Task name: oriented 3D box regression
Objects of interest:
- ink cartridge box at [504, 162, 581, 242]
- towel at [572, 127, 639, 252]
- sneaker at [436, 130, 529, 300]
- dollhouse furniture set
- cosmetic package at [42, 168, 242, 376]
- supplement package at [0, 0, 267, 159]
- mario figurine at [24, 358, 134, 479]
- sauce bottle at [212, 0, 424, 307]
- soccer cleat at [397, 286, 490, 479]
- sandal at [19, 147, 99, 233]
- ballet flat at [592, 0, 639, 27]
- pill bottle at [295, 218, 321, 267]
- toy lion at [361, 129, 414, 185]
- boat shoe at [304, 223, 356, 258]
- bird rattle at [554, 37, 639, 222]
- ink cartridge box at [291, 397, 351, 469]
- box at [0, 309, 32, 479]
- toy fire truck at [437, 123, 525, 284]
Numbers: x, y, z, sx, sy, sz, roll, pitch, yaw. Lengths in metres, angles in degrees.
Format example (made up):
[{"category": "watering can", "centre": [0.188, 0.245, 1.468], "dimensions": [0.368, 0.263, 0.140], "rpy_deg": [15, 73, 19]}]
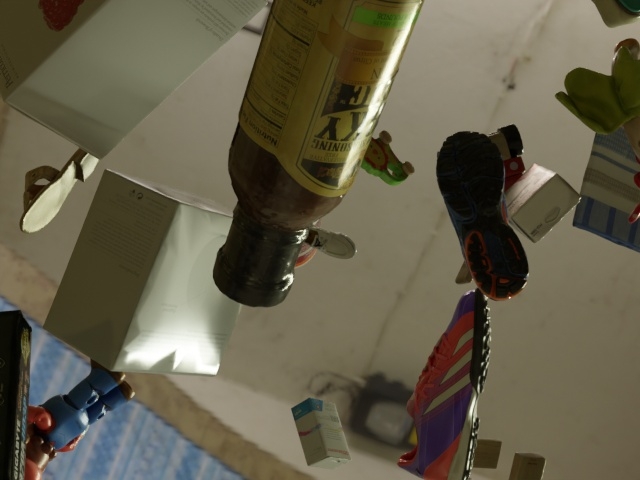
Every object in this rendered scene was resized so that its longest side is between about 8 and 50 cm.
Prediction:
[{"category": "ink cartridge box", "centre": [0.325, -0.059, 1.737], "dimensions": [0.099, 0.056, 0.135], "rpy_deg": [-45, -170, 4]}, {"category": "towel", "centre": [0.565, -0.131, 2.056], "dimensions": [0.034, 0.209, 0.285], "rpy_deg": [10, -98, 62]}, {"category": "sneaker", "centre": [0.185, -0.026, 1.354], "dimensions": [0.087, 0.083, 0.221], "rpy_deg": [80, 1, -70]}, {"category": "dollhouse furniture set", "centre": [0.295, 0.398, 2.033], "dimensions": [0.123, 0.151, 0.144], "rpy_deg": [-144, -116, -68]}, {"category": "cosmetic package", "centre": [-0.207, 0.049, 1.504], "dimensions": [0.224, 0.138, 0.225], "rpy_deg": [16, 96, -59]}, {"category": "supplement package", "centre": [-0.249, -0.278, 1.389], "dimensions": [0.293, 0.175, 0.177], "rpy_deg": [-42, -127, 11]}, {"category": "mario figurine", "centre": [-0.526, 0.332, 2.186], "dimensions": [0.320, 0.198, 0.170], "rpy_deg": [-38, -161, -21]}, {"category": "sauce bottle", "centre": [-0.010, -0.099, 0.922], "dimensions": [0.111, 0.111, 0.344], "rpy_deg": [-76, -175, -57]}, {"category": "soccer cleat", "centre": [0.191, 0.222, 1.750], "dimensions": [0.108, 0.116, 0.318], "rpy_deg": [-45, 142, -71]}, {"category": "sandal", "centre": [-0.510, -0.107, 2.140], "dimensions": [0.240, 0.079, 0.088], "rpy_deg": [-54, 161, -36]}, {"category": "ballet flat", "centre": [0.411, -0.436, 1.765], "dimensions": [0.086, 0.248, 0.086], "rpy_deg": [-30, 180, 0]}, {"category": "pill bottle", "centre": [-0.058, -0.046, 1.964], "dimensions": [0.221, 0.121, 0.121], "rpy_deg": [97, 10, -64]}, {"category": "toy lion", "centre": [0.094, -0.128, 1.826], "dimensions": [0.034, 0.100, 0.096], "rpy_deg": [-37, 180, 36]}, {"category": "boat shoe", "centre": [0.000, 0.000, 1.553], "dimensions": [0.035, 0.100, 0.035], "rpy_deg": [-67, 169, 22]}, {"category": "bird rattle", "centre": [0.440, -0.160, 1.532], "dimensions": [0.143, 0.253, 0.207], "rpy_deg": [-24, -150, 35]}, {"category": "ink cartridge box", "centre": [0.002, 0.370, 2.193], "dimensions": [0.052, 0.088, 0.123], "rpy_deg": [-33, -121, 25]}, {"category": "box", "centre": [-0.426, 0.194, 1.317], "dimensions": [0.051, 0.175, 0.220], "rpy_deg": [83, 2, -60]}, {"category": "toy fire truck", "centre": [0.290, -0.060, 2.050], "dimensions": [0.217, 0.158, 0.246], "rpy_deg": [151, -78, -86]}]
